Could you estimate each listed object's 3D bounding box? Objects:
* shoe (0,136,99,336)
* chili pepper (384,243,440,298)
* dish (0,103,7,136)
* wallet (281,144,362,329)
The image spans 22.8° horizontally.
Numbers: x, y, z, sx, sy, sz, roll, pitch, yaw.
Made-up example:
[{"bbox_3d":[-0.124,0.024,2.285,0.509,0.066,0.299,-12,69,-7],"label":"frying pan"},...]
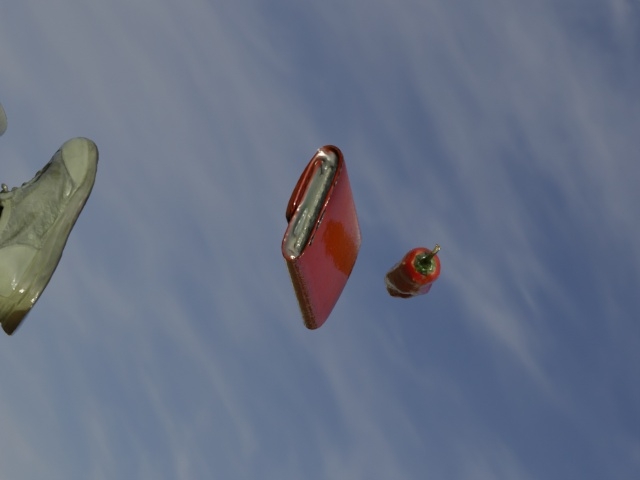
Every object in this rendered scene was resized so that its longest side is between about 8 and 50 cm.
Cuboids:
[{"bbox_3d":[-0.320,-0.021,1.746,0.098,0.275,0.103,31,-48,-13],"label":"shoe"},{"bbox_3d":[0.114,0.044,1.976,0.191,0.059,0.050,121,-27,-69],"label":"chili pepper"},{"bbox_3d":[-0.506,-0.167,2.067,0.191,0.066,0.190,14,-42,12],"label":"dish"},{"bbox_3d":[0.000,0.000,1.774,0.045,0.142,0.204,17,-22,15],"label":"wallet"}]
